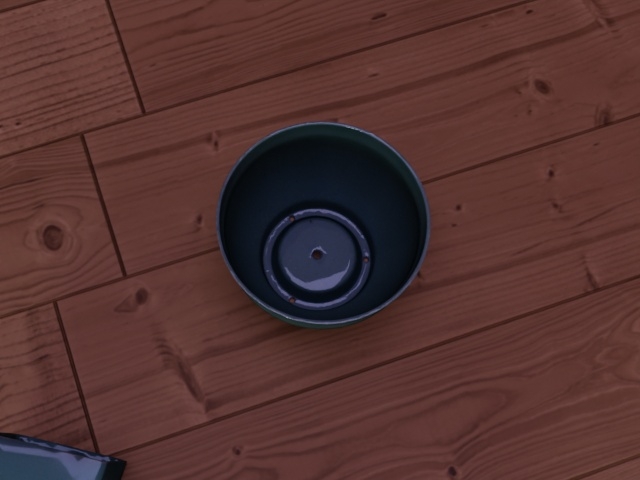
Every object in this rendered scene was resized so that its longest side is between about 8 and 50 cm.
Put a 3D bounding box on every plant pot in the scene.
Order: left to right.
[{"bbox_3d":[-0.380,0.389,1.415,0.165,0.166,0.234,13,78,2],"label":"plant pot"},{"bbox_3d":[0.000,0.000,1.539,0.293,0.196,0.293,1,73,-3],"label":"plant pot"}]
